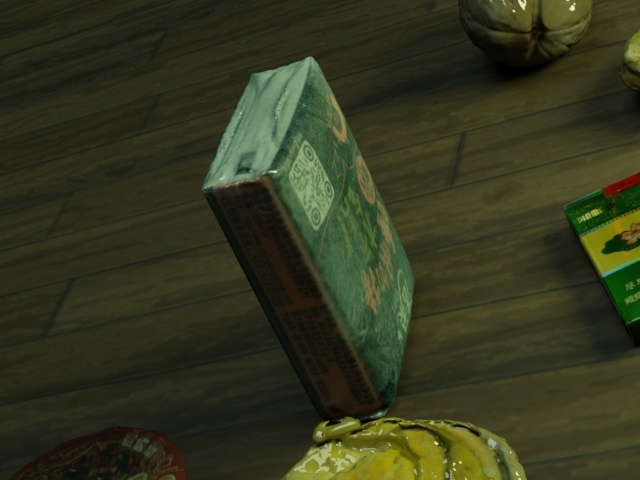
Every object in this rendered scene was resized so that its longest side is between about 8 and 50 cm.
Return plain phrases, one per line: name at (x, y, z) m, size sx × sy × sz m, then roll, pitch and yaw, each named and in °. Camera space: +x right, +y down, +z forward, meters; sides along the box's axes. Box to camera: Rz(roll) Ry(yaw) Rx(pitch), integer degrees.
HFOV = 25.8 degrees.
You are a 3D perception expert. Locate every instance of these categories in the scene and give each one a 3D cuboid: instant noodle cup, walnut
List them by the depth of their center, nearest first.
instant noodle cup at (-0.238, 0.313, 1.396) m, size 0.274 × 0.091 × 0.274 m, roll -20°, pitch 31°, yaw 13°
walnut at (0.271, -0.321, 1.863) m, size 0.178 × 0.178 × 0.230 m, roll -25°, pitch 27°, yaw 5°

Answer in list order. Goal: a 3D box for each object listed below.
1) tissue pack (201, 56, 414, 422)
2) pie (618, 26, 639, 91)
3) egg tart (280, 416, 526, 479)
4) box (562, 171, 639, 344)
tissue pack at (0.000, 0.000, 1.453) m, size 0.103 × 0.316 × 0.228 m, roll -12°, pitch 33°, yaw 22°
pie at (0.455, -0.229, 1.654) m, size 0.205 × 0.084 × 0.179 m, roll -28°, pitch 31°, yaw -5°
egg tart at (0.041, 0.247, 1.261) m, size 0.290 × 0.107 × 0.291 m, roll -20°, pitch 32°, yaw 13°
box at (0.344, 0.006, 1.444) m, size 0.132 × 0.034 × 0.235 m, roll -25°, pitch 31°, yaw 6°
